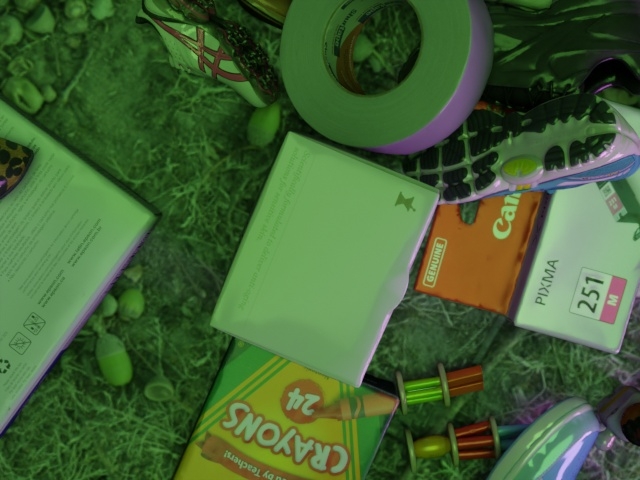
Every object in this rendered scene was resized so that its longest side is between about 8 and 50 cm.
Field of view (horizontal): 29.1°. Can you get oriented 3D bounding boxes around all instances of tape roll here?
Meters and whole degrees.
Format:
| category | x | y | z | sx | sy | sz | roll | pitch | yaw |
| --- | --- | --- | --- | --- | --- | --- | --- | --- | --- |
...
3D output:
| category | x | y | z | sx | sy | sz | roll | pitch | yaw |
| --- | --- | --- | --- | --- | --- | --- | --- | --- | --- |
| tape roll | 0.069 | -0.202 | 1.296 | 0.219 | 0.072 | 0.219 | -2 | 86 | 28 |

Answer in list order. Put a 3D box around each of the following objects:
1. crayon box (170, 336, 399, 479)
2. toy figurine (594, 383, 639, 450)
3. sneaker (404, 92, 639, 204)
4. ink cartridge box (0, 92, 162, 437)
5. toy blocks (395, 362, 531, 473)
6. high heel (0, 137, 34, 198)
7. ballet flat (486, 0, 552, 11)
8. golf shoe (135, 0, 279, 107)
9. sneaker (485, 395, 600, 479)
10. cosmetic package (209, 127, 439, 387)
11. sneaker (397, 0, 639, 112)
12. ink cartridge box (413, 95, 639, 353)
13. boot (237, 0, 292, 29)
| category | x | y | z | sx | sy | sz | roll | pitch | yaw |
| --- | --- | --- | --- | --- | --- | --- | --- | --- | --- |
| crayon box | -0.064 | 0.278 | 1.411 | 0.202 | 0.081 | 0.319 | 22 | 94 | -3 |
| toy figurine | 0.413 | 0.261 | 1.383 | 0.213 | 0.148 | 0.210 | 2 | 95 | -1 |
| sneaker | 0.214 | -0.080 | 1.337 | 0.275 | 0.110 | 0.107 | -4 | 69 | 37 |
| ink cartridge box | -0.404 | 0.004 | 1.391 | 0.330 | 0.071 | 0.324 | 37 | 93 | 0 |
| toy blocks | 0.168 | 0.198 | 1.421 | 0.148 | 0.054 | 0.123 | -9 | 95 | 0 |
| high heel | -0.434 | -0.145 | 1.323 | 0.186 | 0.093 | 0.261 | -23 | 84 | -16 |
| ballet flat | 0.260 | -0.331 | 1.366 | 0.342 | 0.116 | 0.124 | -30 | 114 | -2 |
| golf shoe | -0.125 | -0.214 | 1.386 | 0.186 | 0.067 | 0.086 | 47 | 119 | -4 |
| sneaker | 0.263 | 0.347 | 1.358 | 0.208 | 0.127 | 0.319 | 38 | 106 | 30 |
| cosmetic package | 0.000 | 0.000 | 1.247 | 0.155 | 0.365 | 0.197 | 23 | 93 | -3 |
| sneaker | 0.226 | -0.188 | 1.339 | 0.286 | 0.109 | 0.130 | -14 | 68 | 8 |
| ink cartridge box | 0.259 | -0.035 | 1.402 | 0.238 | 0.060 | 0.275 | 16 | 94 | -3 |
| boot | -0.055 | -0.333 | 1.368 | 0.197 | 0.073 | 0.152 | 38 | 89 | -6 |
